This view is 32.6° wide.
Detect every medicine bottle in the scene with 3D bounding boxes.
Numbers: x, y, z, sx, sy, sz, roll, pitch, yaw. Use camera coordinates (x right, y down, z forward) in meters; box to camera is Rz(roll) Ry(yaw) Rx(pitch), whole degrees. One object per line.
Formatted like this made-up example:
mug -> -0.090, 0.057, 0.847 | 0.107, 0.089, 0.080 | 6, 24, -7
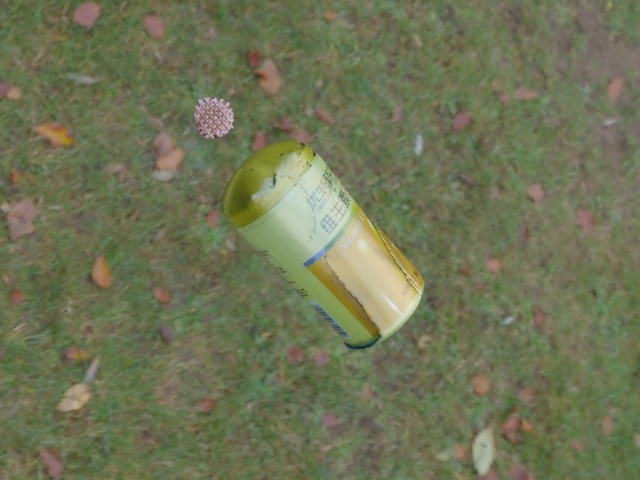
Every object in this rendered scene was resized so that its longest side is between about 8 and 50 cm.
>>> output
medicine bottle -> 0.000, 0.000, 1.179 | 0.239, 0.124, 0.124 | 48, 54, -19

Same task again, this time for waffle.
waffle -> -0.203, -0.234, 2.074 | 0.075, 0.029, 0.083 | -1, 104, -1
